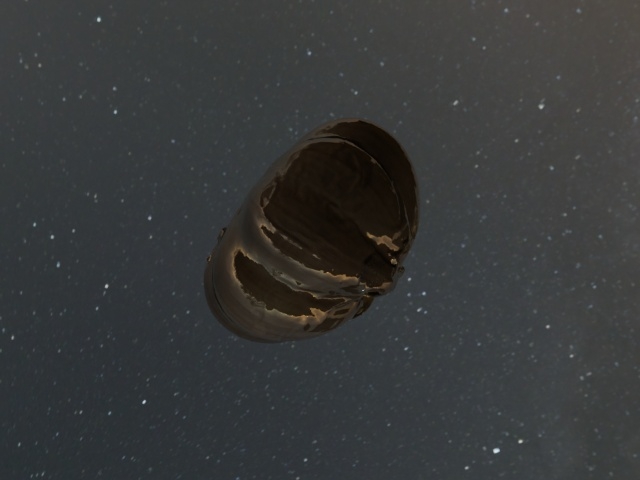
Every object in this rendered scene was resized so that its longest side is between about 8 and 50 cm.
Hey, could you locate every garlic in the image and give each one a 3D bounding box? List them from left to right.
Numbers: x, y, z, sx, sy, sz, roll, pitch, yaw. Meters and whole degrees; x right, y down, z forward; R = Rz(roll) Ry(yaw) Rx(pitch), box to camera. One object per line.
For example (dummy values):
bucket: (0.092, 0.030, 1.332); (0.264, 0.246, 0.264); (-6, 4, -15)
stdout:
garlic: (0.001, -0.001, 0.597); (0.152, 0.228, 0.228); (37, -130, -5)
